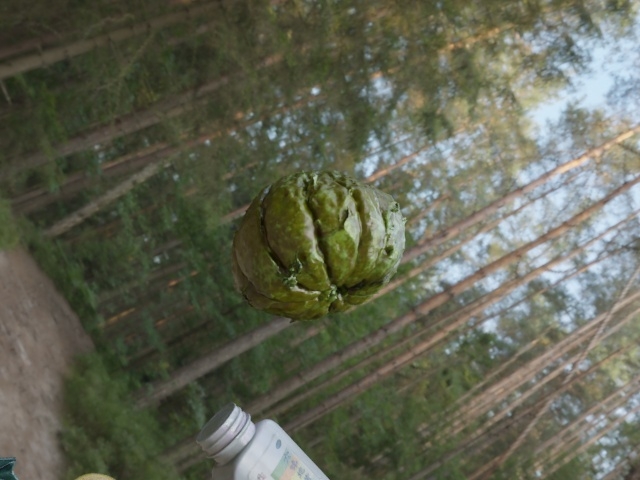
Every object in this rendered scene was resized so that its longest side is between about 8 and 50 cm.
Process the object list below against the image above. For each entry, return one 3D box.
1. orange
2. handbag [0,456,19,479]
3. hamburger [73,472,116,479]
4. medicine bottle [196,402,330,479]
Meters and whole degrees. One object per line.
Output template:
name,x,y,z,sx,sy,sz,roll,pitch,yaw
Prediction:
orange,0.000,0.000,1.233,0.300,0.301,0.223,120,-42,-58
handbag,-0.914,0.610,1.774,0.238,0.326,0.089,57,12,-68
hamburger,-0.421,0.504,1.371,0.141,0.126,0.082,49,-57,46
medicine bottle,-0.109,0.487,1.524,0.324,0.179,0.124,48,-48,-7
